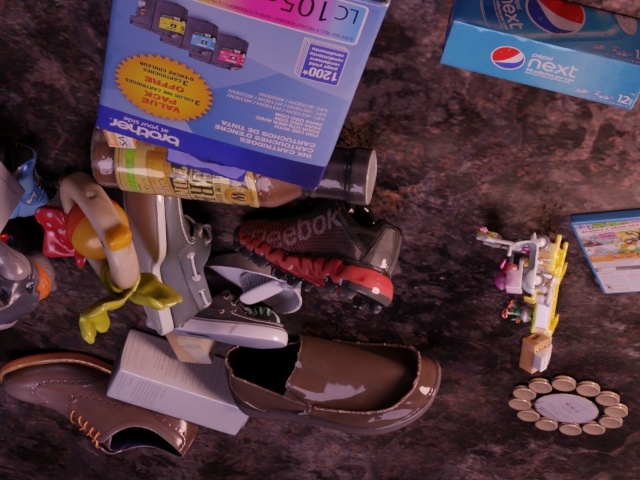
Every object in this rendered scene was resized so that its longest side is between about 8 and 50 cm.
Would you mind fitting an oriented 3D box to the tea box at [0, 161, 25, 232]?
[{"bbox_3d":[-0.619,-0.091,1.717,0.324,0.220,0.329,5,145,33],"label":"tea box"}]

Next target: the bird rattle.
[{"bbox_3d":[-0.284,-0.007,1.786,0.143,0.253,0.207,-19,148,-18],"label":"bird rattle"}]

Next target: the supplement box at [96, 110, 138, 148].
[{"bbox_3d":[-0.229,-0.166,1.625,0.036,0.098,0.062,6,147,12],"label":"supplement box"}]

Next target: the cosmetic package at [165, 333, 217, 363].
[{"bbox_3d":[-0.206,0.147,2.149,0.060,0.041,0.115,2,146,16],"label":"cosmetic package"}]

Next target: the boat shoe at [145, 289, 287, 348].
[{"bbox_3d":[-0.151,0.110,2.040,0.228,0.076,0.080,6,165,26],"label":"boat shoe"}]

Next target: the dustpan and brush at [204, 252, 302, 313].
[{"bbox_3d":[-0.062,0.059,1.944,0.147,0.060,0.211,35,142,-30],"label":"dustpan and brush"}]

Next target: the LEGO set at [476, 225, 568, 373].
[{"bbox_3d":[0.255,0.059,1.786,0.107,0.132,0.287,13,155,17],"label":"LEGO set"}]

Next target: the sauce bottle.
[{"bbox_3d":[-0.106,-0.099,1.676,0.344,0.111,0.111,6,147,10],"label":"sauce bottle"}]

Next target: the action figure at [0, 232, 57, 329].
[{"bbox_3d":[-0.515,0.121,1.968,0.178,0.330,0.341,41,140,17],"label":"action figure"}]

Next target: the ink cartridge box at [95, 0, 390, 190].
[{"bbox_3d":[-0.088,-0.212,1.465,0.270,0.151,0.395,16,149,-4],"label":"ink cartridge box"}]

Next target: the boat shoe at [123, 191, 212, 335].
[{"bbox_3d":[-0.202,0.000,1.891,0.099,0.116,0.319,-21,140,-21],"label":"boat shoe"}]

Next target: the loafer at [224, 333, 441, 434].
[{"bbox_3d":[0.004,0.213,2.084,0.366,0.133,0.130,-6,146,27],"label":"loafer"}]

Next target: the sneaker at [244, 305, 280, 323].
[{"bbox_3d":[-0.100,0.130,2.094,0.098,0.038,0.069,9,150,24],"label":"sneaker"}]

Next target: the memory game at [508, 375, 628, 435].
[{"bbox_3d":[0.386,0.259,2.136,0.186,0.012,0.186,9,148,6],"label":"memory game"}]

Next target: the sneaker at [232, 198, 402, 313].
[{"bbox_3d":[0.000,0.000,1.805,0.276,0.135,0.098,16,169,42],"label":"sneaker"}]

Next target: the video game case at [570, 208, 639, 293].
[{"bbox_3d":[0.401,0.015,1.756,0.119,0.015,0.166,-5,144,27],"label":"video game case"}]

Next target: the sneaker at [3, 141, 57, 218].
[{"bbox_3d":[-0.396,-0.083,1.867,0.073,0.063,0.162,2,155,-14],"label":"sneaker"}]

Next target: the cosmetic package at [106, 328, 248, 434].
[{"bbox_3d":[-0.225,0.234,2.253,0.231,0.085,0.117,18,147,-11],"label":"cosmetic package"}]

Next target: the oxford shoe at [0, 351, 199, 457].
[{"bbox_3d":[-0.383,0.284,2.336,0.364,0.132,0.130,8,148,8],"label":"oxford shoe"}]

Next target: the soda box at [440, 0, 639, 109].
[{"bbox_3d":[0.237,-0.206,1.428,0.210,0.067,0.071,13,147,-1],"label":"soda box"}]
